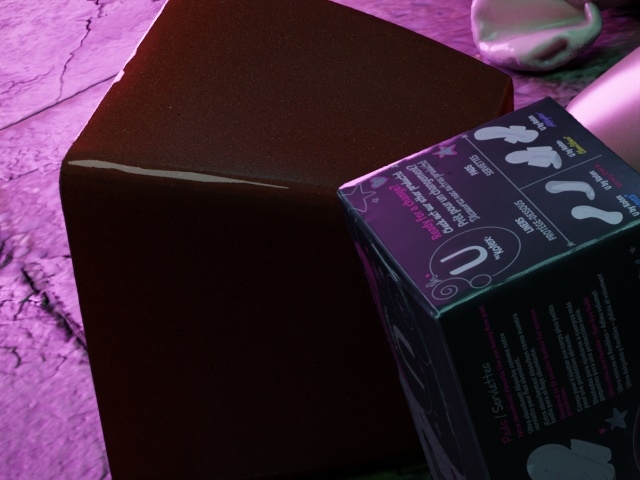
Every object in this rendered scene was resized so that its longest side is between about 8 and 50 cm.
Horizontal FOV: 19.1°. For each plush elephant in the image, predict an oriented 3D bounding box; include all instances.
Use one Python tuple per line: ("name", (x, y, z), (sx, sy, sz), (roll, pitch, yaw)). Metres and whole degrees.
("plush elephant", (0.197, -0.298, 1.623), (0.255, 0.330, 0.272), (30, 68, 26))

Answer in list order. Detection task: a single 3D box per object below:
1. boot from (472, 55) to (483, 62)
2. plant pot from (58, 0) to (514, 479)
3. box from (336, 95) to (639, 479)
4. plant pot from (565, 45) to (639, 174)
("boot", (0.059, -0.089, 1.524), (0.152, 0.073, 0.197), (-27, 20, -15))
("plant pot", (0.000, 0.000, 1.256), (0.236, 0.267, 0.267), (6, 37, 15))
("box", (0.124, 0.076, 1.054), (0.142, 0.247, 0.163), (-23, 31, -9))
("plant pot", (0.295, -0.065, 1.220), (0.274, 0.256, 0.256), (-12, 28, 43))
